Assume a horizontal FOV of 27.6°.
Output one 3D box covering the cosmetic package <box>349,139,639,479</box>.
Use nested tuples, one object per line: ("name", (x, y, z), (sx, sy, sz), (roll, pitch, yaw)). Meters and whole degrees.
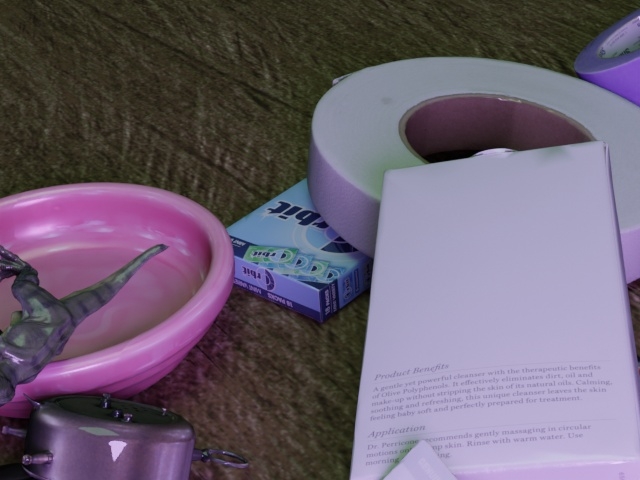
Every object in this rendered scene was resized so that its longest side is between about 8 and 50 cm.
("cosmetic package", (0.142, 0.090, 0.990), (0.197, 0.155, 0.365), (-7, 35, 14))

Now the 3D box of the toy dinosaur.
("toy dinosaur", (-0.247, 0.062, 1.083), (0.118, 0.064, 0.268), (17, 35, 21))

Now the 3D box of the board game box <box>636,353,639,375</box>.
("board game box", (0.241, 0.160, 1.031), (0.136, 0.030, 0.260), (-19, 34, -17))

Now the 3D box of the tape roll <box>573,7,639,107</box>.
("tape roll", (0.392, -0.211, 1.489), (0.189, 0.080, 0.189), (-30, 17, 10))

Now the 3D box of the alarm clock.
("alarm clock", (-0.145, 0.160, 1.021), (0.192, 0.064, 0.129), (12, 0, -23))

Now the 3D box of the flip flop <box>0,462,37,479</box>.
("flip flop", (-0.207, 0.238, 0.934), (0.112, 0.080, 0.277), (-18, 17, -29))

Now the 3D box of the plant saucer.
("plant saucer", (-0.243, 0.058, 1.221), (0.332, 0.084, 0.332), (-4, 31, 2))

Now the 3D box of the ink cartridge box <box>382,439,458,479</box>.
("ink cartridge box", (0.033, 0.260, 0.760), (0.232, 0.066, 0.189), (-43, 36, 0))

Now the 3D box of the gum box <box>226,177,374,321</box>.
("gum box", (0.000, 0.000, 1.318), (0.157, 0.041, 0.184), (21, 41, 36))

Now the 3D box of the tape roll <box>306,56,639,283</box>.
("tape roll", (0.177, -0.077, 1.331), (0.392, 0.072, 0.392), (4, 32, -2))
